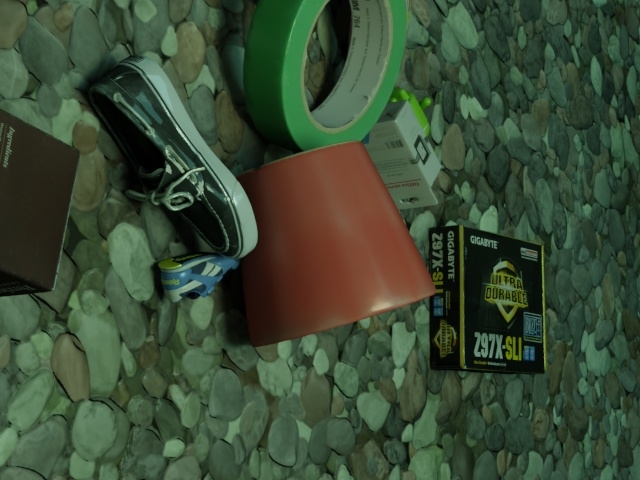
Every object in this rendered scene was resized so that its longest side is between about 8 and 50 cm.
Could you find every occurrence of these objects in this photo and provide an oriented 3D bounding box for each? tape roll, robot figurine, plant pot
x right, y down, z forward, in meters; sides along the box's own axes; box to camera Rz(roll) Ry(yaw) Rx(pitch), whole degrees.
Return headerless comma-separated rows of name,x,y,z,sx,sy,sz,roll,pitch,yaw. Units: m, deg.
tape roll,0.012,-0.284,1.939,0.321,0.077,0.321,-36,136,-44
robot figurine,0.145,-0.208,2.215,0.101,0.067,0.115,-49,127,-24
plant pot,0.000,0.000,1.842,0.275,0.275,0.243,-16,89,-54

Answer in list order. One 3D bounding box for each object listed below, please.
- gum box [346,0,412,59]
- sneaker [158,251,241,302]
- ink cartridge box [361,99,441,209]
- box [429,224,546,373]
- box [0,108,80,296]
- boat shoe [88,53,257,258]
gum box,0.100,-0.370,2.122,0.107,0.062,0.188,-44,148,-48
sneaker,-0.165,0.047,1.766,0.144,0.053,0.059,-13,101,-49
ink cartridge box,0.128,-0.140,2.152,0.180,0.104,0.060,60,41,-31
box,0.314,0.117,2.399,0.322,0.079,0.257,12,77,-53
box,-0.392,-0.047,1.359,0.203,0.168,0.167,29,62,-48
boat shoe,-0.195,-0.090,1.690,0.105,0.113,0.306,-46,118,-38
